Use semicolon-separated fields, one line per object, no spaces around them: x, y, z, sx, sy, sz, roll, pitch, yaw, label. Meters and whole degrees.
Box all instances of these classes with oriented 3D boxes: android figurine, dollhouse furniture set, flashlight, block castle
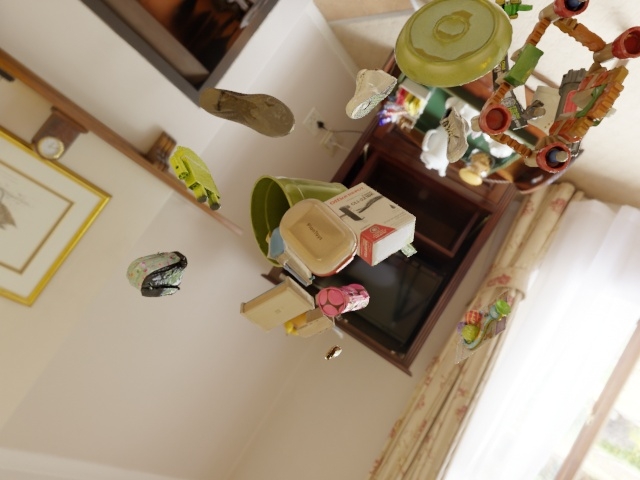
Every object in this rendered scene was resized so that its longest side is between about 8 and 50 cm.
-0.459;-0.239;1.617;0.273;0.056;0.248;60;-171;21;android figurine
-0.120;0.153;1.528;0.286;0.198;0.304;46;-155;-35;dollhouse furniture set
0.856;-0.436;1.489;0.103;0.304;0.103;20;173;0;flashlight
0.686;-0.449;1.263;0.302;0.454;0.213;31;-172;-6;block castle

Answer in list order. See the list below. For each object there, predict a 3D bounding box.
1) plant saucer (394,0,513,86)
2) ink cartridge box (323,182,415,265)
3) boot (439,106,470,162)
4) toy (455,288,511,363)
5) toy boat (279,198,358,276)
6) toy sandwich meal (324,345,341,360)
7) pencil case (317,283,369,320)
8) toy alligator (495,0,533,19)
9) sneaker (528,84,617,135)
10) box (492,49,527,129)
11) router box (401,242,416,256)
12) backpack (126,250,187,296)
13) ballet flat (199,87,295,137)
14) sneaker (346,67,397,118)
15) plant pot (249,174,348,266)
0.272;-0.429;0.910;0.240;0.241;0.037;30;172;27;plant saucer
0.161;-0.065;1.518;0.273;0.196;0.114;40;147;38;ink cartridge box
0.507;-0.418;1.702;0.123;0.258;0.095;41;135;-19;boot
0.424;0.230;1.199;0.056;0.137;0.237;29;140;-3;toy
0.000;0.000;1.162;0.231;0.151;0.151;47;175;29;toy boat
0.054;0.493;1.908;0.029;0.085;0.085;42;177;24;toy sandwich meal
0.075;0.172;1.277;0.209;0.098;0.095;1;-110;-66;pencil case
0.520;-0.682;1.283;0.189;0.051;0.056;6;137;23;toy alligator
0.940;-0.471;1.670;0.292;0.169;0.108;30;-162;31;sneaker
0.715;-0.583;1.652;0.060;0.217;0.270;-11;154;35;box
0.298;-0.024;1.670;0.179;0.046;0.133;33;-152;-58;router box
-0.548;0.113;1.459;0.115;0.152;0.182;29;-156;22;backpack
-0.158;-0.283;0.965;0.249;0.084;0.058;20;-176;22;ballet flat
0.152;-0.532;1.560;0.123;0.290;0.106;40;141;6;sneaker
-0.055;-0.107;1.827;0.352;0.367;0.366;-13;-157;-33;plant pot
